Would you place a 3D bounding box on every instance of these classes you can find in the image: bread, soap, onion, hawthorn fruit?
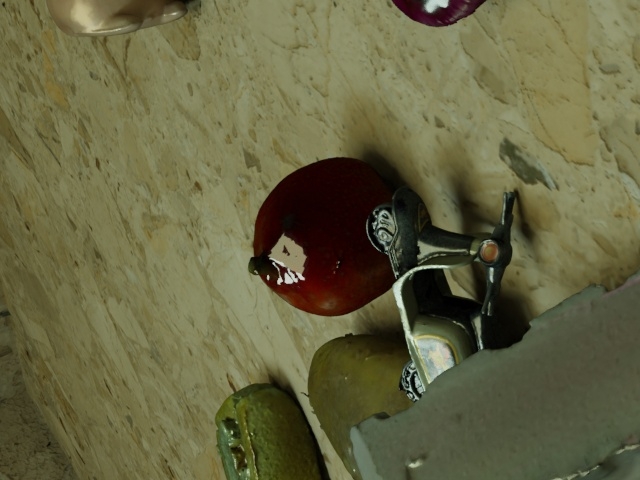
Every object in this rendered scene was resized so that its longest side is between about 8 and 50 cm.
[{"bbox_3d":[-0.088,0.342,1.685,0.186,0.124,0.257,14,122,59],"label":"bread"},{"bbox_3d":[0.171,0.133,0.839,0.159,0.258,0.302,-97,10,-45],"label":"soap"},{"bbox_3d":[0.093,-0.232,0.885,0.115,0.104,0.115,18,119,35],"label":"onion"},{"bbox_3d":[0.000,0.000,1.159,0.169,0.188,0.169,42,140,49],"label":"hawthorn fruit"}]

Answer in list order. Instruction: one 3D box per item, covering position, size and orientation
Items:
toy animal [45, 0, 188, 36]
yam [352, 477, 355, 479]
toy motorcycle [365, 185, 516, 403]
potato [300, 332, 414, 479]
[{"bbox_3d":[-0.308,-0.389,1.423,0.213,0.195,0.256,-3,106,55],"label":"toy animal"},{"bbox_3d":[0.098,0.294,1.346,0.127,0.084,0.084,16,125,54],"label":"yam"},{"bbox_3d":[0.136,0.068,1.045,0.157,0.091,0.263,-7,108,39],"label":"toy motorcycle"},{"bbox_3d":[0.077,0.201,1.238,0.296,0.141,0.191,24,128,58],"label":"potato"}]
